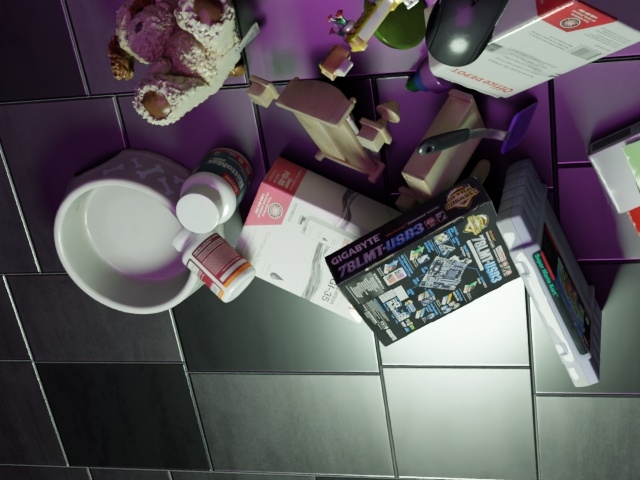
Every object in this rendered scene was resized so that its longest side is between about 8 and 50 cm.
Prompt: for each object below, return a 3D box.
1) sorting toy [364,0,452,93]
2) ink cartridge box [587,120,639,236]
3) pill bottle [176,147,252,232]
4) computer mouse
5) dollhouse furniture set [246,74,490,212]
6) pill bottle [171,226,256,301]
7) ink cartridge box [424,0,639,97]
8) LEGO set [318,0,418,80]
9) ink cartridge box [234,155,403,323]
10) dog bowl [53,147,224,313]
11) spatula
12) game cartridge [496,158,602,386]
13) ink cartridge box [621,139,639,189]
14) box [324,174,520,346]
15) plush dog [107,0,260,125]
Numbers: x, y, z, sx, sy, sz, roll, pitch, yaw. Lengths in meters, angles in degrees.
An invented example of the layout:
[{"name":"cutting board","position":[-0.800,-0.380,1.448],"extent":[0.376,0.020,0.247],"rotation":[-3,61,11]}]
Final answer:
[{"name":"sorting toy","position":[0.081,-0.385,1.680],"extent":[0.365,0.127,0.126],"rotation":[48,148,-17]},{"name":"ink cartridge box","position":[0.633,-0.114,1.696],"extent":[0.275,0.060,0.239],"rotation":[-25,109,25]},{"name":"pill bottle","position":[-0.199,-0.090,1.849],"extent":[0.108,0.180,0.108],"rotation":[6,120,11]},{"name":"computer mouse","position":[0.193,-0.382,1.395],"extent":[0.184,0.060,0.262],"rotation":[26,110,-5]},{"name":"dollhouse furniture set","position":[0.098,-0.202,1.771],"extent":[0.355,0.174,0.303],"rotation":[26,166,31]},{"name":"pill bottle","position":[-0.200,0.036,1.850],"extent":[0.152,0.086,0.086],"rotation":[43,121,8]},{"name":"ink cartridge box","position":[0.323,-0.331,1.521],"extent":[0.197,0.114,0.273],"rotation":[10,159,-42]},{"name":"LEGO set","position":[0.080,-0.385,1.526],"extent":[0.107,0.132,0.287],"rotation":[39,118,-22]},{"name":"ink cartridge box","position":[0.000,0.000,1.885],"extent":[0.283,0.117,0.207],"rotation":[25,122,1]},{"name":"dog bowl","position":[-0.371,-0.006,1.988],"extent":[0.348,0.102,0.349],"rotation":[6,120,10]},{"name":"spatula","position":[0.262,-0.173,1.645],"extent":[0.030,0.296,0.084],"rotation":[43,132,35]},{"name":"game cartridge","position":[0.411,0.056,1.747],"extent":[0.068,0.230,0.355],"rotation":[-21,112,22]},{"name":"ink cartridge box","position":[0.638,-0.118,1.627],"extent":[0.235,0.056,0.171],"rotation":[-22,112,21]},{"name":"box","position":[0.189,0.047,1.756],"extent":[0.293,0.073,0.295],"rotation":[-30,146,5]},{"name":"plush dog","position":[-0.257,-0.356,1.740],"extent":[0.225,0.210,0.262],"rotation":[36,110,14]}]
